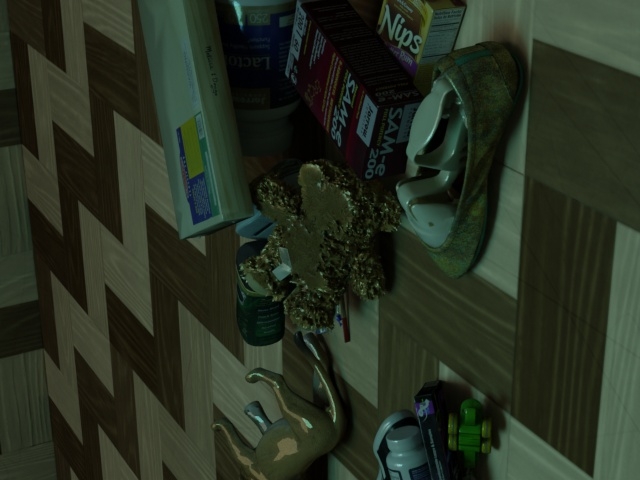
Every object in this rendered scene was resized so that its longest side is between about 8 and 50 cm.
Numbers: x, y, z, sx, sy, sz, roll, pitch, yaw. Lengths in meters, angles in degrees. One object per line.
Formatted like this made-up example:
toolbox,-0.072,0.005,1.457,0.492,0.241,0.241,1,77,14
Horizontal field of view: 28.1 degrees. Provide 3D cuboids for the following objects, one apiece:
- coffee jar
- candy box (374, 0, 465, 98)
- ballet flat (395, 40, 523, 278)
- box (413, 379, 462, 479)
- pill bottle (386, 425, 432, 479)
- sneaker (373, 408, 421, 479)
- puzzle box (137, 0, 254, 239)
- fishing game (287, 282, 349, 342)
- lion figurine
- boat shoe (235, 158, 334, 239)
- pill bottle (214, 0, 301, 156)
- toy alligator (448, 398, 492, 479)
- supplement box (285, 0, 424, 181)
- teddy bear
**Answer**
coffee jar,-0.100,0.087,2.141,0.184,0.079,0.096,94,160,-48
candy box,0.118,-0.254,1.647,0.109,0.053,0.186,57,147,37
ballet flat,0.153,-0.089,1.577,0.123,0.123,0.348,54,146,39
box,0.164,0.281,1.749,0.116,0.029,0.162,-18,-84,-78
pill bottle,0.130,0.323,1.783,0.067,0.067,0.120,10,118,63
sneaker,0.138,0.351,1.862,0.121,0.079,0.216,49,151,39
puzzle box,-0.196,-0.213,1.948,0.272,0.052,0.408,165,95,-69
fishing game,-0.032,0.067,2.111,0.264,0.041,0.189,29,129,57
lion figurine,-0.046,0.340,2.152,0.240,0.142,0.392,54,142,20
boat shoe,-0.055,-0.081,2.010,0.302,0.109,0.094,-25,59,56
pill bottle,-0.103,-0.273,1.970,0.153,0.153,0.264,40,136,52
toy alligator,0.202,0.264,1.716,0.189,0.056,0.051,82,-165,-48
supplement box,0.040,-0.204,1.685,0.239,0.073,0.130,56,149,37
teddy bear,0.000,0.000,1.869,0.245,0.113,0.338,29,133,23
